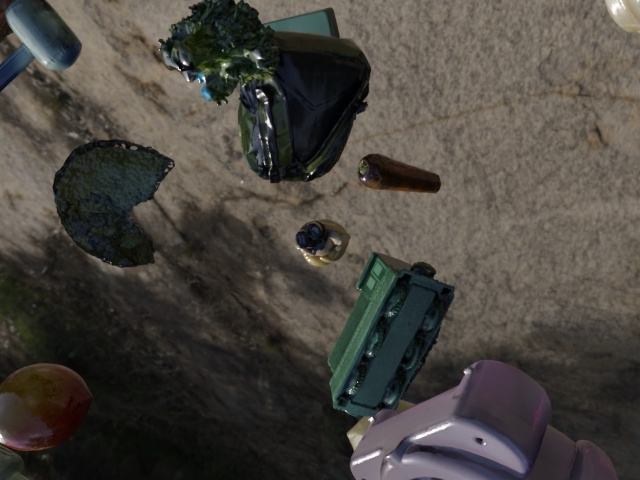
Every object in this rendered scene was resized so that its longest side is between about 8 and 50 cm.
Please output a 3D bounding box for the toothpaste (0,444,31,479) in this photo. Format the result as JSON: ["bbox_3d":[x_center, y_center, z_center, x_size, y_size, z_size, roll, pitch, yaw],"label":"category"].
[{"bbox_3d":[-0.304,0.142,0.481,0.234,0.060,0.038,19,150,13],"label":"toothpaste"}]

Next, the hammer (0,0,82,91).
[{"bbox_3d":[-0.460,-0.273,0.989,0.194,0.069,0.116,-37,98,13],"label":"hammer"}]

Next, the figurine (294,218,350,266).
[{"bbox_3d":[0.000,0.000,1.442,0.108,0.114,0.196,50,-176,8],"label":"figurine"}]

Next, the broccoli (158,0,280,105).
[{"bbox_3d":[-0.146,-0.256,0.883,0.167,0.160,0.154,39,128,7],"label":"broccoli"}]

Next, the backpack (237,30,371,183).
[{"bbox_3d":[-0.032,-0.206,1.053,0.207,0.140,0.253,-2,127,-22],"label":"backpack"}]

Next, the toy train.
[{"bbox_3d":[0.121,0.176,1.260,0.139,0.178,0.330,20,105,-22],"label":"toy train"}]

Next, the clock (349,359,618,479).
[{"bbox_3d":[0.217,0.309,0.765,0.322,0.113,0.295,42,141,-1],"label":"clock"}]

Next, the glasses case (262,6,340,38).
[{"bbox_3d":[-0.047,-0.476,1.498,0.184,0.039,0.077,0,115,33],"label":"glasses case"}]

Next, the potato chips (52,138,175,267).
[{"bbox_3d":[-0.345,-0.062,1.113,0.202,0.219,0.029,-6,-176,-24],"label":"potato chips"}]

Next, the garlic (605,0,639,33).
[{"bbox_3d":[0.709,-0.557,1.388,0.185,0.281,0.203,-32,87,46],"label":"garlic"}]

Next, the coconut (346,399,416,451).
[{"bbox_3d":[0.164,0.449,1.414,0.224,0.224,0.224,16,144,12],"label":"coconut"}]

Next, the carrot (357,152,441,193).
[{"bbox_3d":[0.126,-0.103,1.041,0.162,0.055,0.055,6,161,-39],"label":"carrot"}]

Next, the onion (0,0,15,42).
[{"bbox_3d":[-0.743,-0.488,1.280,0.286,0.347,0.348,19,151,-29],"label":"onion"}]

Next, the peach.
[{"bbox_3d":[-0.591,0.355,1.405,0.198,0.197,0.197,16,144,12],"label":"peach"}]
